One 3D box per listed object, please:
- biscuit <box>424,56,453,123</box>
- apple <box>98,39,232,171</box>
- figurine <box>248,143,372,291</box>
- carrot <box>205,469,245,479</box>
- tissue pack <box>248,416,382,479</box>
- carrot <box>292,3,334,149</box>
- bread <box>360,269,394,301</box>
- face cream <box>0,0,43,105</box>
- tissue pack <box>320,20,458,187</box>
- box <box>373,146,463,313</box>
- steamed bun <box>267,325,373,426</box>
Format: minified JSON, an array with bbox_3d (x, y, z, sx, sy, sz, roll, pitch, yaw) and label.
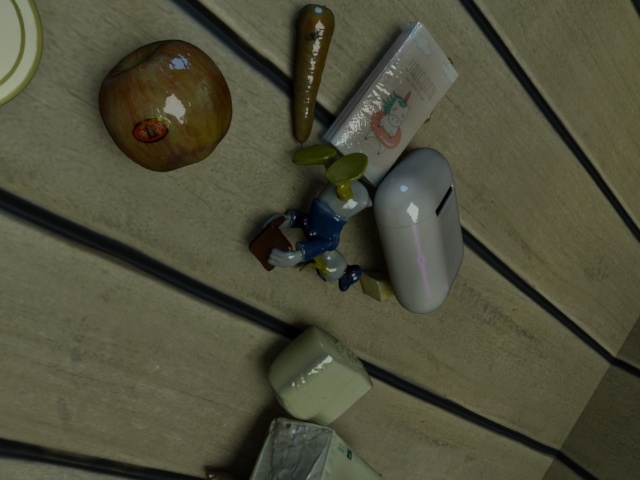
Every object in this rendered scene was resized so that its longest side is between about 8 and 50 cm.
[{"bbox_3d":[0.222,-0.334,1.271,0.236,0.026,0.131,-27,122,-22],"label":"biscuit"},{"bbox_3d":[-0.251,-0.220,0.893,0.211,0.211,0.188,-40,125,-14],"label":"apple"},{"bbox_3d":[0.000,0.000,1.147,0.283,0.204,0.339,-29,127,-8],"label":"figurine"},{"bbox_3d":[-0.195,0.630,1.335,0.102,0.102,0.263,-45,122,-11],"label":"carrot"},{"bbox_3d":[-0.015,0.633,1.292,0.380,0.207,0.297,56,46,-47],"label":"tissue pack"},{"bbox_3d":[-0.025,-0.317,1.096,0.078,0.078,0.299,-6,115,-31],"label":"carrot"},{"bbox_3d":[0.165,0.095,1.360,0.109,0.084,0.080,-27,122,-22],"label":"bread"},{"bbox_3d":[-0.499,-0.287,0.723,0.218,0.179,0.218,-12,114,-29],"label":"face cream"},{"bbox_3d":[0.158,-0.294,1.186,0.170,0.071,0.326,40,85,-34],"label":"tissue pack"},{"bbox_3d":[0.240,-0.024,1.277,0.289,0.141,0.349,-48,130,-47],"label":"box"},{"bbox_3d":[-0.010,0.320,1.287,0.200,0.155,0.250,-42,127,3],"label":"steamed bun"}]
